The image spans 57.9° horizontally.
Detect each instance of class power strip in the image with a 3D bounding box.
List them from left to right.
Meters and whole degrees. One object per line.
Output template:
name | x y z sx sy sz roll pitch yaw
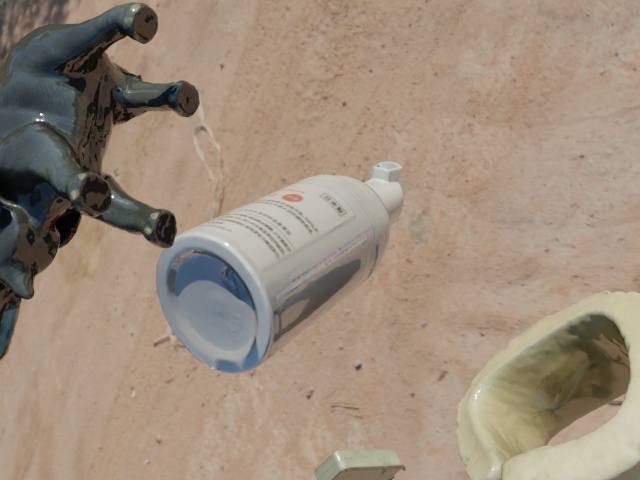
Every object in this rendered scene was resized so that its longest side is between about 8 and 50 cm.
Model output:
power strip | 0.113 0.552 1.399 0.093 0.288 0.053 -50 48 19

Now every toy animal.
toy animal | -0.164 -0.029 0.364 0.137 0.082 0.269 10 77 27

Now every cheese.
cheese | 0.324 0.228 0.721 0.332 0.153 0.292 -45 10 35

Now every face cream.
face cream | 0.000 0.000 0.664 0.145 0.370 0.145 15 117 31
